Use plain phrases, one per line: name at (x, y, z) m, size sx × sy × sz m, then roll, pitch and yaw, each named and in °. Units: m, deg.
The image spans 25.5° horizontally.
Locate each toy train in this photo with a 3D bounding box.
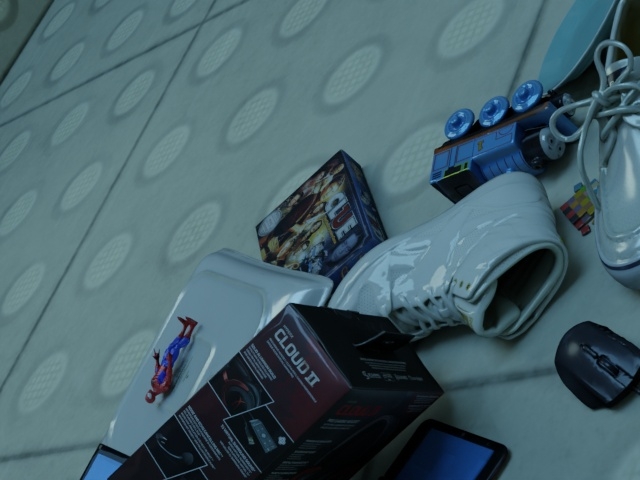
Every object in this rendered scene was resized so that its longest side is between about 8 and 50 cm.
toy train at (0.209, -0.108, 1.606) m, size 0.184 × 0.080 × 0.105 m, roll -20°, pitch 47°, yaw 40°

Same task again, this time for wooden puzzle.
wooden puzzle at (0.278, -0.038, 1.483) m, size 0.049 × 0.006 × 0.083 m, roll -44°, pitch 27°, yaw 10°

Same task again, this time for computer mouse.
computer mouse at (0.272, 0.127, 1.236) m, size 0.071 × 0.041 × 0.242 m, roll -49°, pitch 27°, yaw -3°

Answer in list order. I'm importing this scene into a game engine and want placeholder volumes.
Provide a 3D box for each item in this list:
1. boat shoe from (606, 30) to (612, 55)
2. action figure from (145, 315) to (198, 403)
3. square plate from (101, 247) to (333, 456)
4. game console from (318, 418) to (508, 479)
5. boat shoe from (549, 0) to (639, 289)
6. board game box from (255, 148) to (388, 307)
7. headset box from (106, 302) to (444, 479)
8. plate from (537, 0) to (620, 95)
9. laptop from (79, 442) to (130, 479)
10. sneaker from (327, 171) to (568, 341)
boat shoe at (0.356, -0.244, 1.594) m, size 0.049 × 0.042 × 0.133 m, roll -33°, pitch 25°, yaw 47°
action figure at (-0.189, 0.149, 1.755) m, size 0.038 × 0.030 × 0.115 m, roll -2°, pitch 63°, yaw 54°
square plate at (-0.151, 0.171, 1.751) m, size 0.347 × 0.049 × 0.344 m, roll -62°, pitch 26°, yaw -7°
game console at (0.085, 0.219, 1.352) m, size 0.144 × 0.124 × 0.085 m, roll 9°, pitch 90°, yaw 60°
boat shoe at (0.309, -0.128, 1.388) m, size 0.136 × 0.156 × 0.367 m, roll -22°, pitch 37°, yaw 43°
board game box at (0.000, 0.000, 1.809) m, size 0.165 × 0.042 × 0.243 m, roll -42°, pitch 28°, yaw 14°
headset box at (-0.029, 0.181, 1.389) m, size 0.293 × 0.218 × 0.110 m, roll -44°, pitch 66°, yaw 15°
plate at (0.309, -0.245, 1.640) m, size 0.188 × 0.024 × 0.188 m, roll -59°, pitch 9°, yaw 15°
laptop at (-0.247, 0.348, 1.511) m, size 0.234 × 0.264 × 0.136 m, roll 17°, pitch 107°, yaw 32°
sneaker at (0.125, 0.059, 1.474) m, size 0.292 × 0.108 × 0.169 m, roll -39°, pitch 25°, yaw 16°
